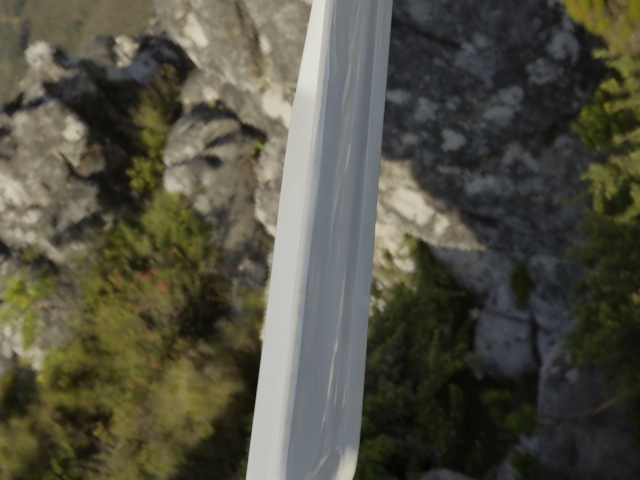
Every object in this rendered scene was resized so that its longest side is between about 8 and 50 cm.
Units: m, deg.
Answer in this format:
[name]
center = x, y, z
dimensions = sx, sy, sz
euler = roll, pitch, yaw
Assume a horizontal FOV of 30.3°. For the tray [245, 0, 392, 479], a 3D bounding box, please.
[tray]
center = 0.000, 0.000, 0.451
dimensions = 0.030, 0.145, 0.270
euler = 8, 58, -4
